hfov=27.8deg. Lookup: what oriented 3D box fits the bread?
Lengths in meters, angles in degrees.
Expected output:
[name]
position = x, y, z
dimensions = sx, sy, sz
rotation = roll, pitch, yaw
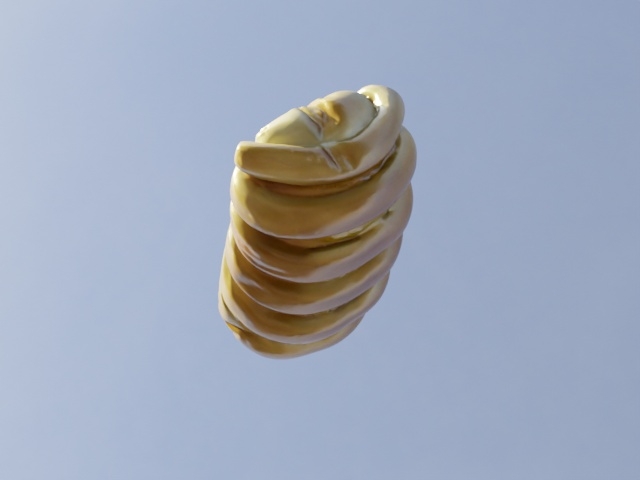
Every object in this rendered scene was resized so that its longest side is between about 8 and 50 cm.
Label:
[bread]
position = 0.000, 0.000, 1.174
dimensions = 0.121, 0.173, 0.311
rotation = 49, -27, 26
